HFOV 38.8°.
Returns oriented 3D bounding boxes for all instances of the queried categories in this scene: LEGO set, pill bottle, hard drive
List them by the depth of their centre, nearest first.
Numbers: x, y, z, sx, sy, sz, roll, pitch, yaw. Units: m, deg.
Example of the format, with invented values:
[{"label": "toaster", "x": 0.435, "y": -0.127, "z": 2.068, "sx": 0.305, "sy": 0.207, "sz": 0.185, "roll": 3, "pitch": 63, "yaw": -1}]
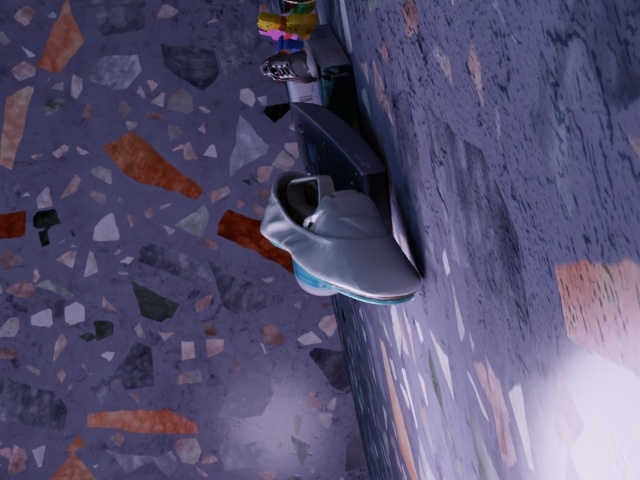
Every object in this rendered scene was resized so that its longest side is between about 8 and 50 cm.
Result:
[{"label": "hard drive", "x": 0.033, "y": -0.106, "z": 1.420, "sx": 0.254, "sy": 0.054, "sz": 0.172, "roll": 50, "pitch": 156, "yaw": 49}, {"label": "LEGO set", "x": -0.064, "y": -0.378, "z": 1.558, "sx": 0.227, "sy": 0.093, "sz": 0.087, "roll": 132, "pitch": 144, "yaw": -65}, {"label": "pill bottle", "x": 0.000, "y": 0.000, "z": 2.095, "sx": 0.264, "sy": 0.146, "sz": 0.146, "roll": 83, "pitch": 175, "yaw": -51}]

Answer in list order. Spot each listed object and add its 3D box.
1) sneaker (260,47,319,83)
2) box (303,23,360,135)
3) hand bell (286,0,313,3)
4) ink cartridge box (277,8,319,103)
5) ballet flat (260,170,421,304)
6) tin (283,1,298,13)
[{"label": "sneaker", "x": -0.055, "y": -0.282, "z": 1.509, "sx": 0.158, "sy": 0.065, "sz": 0.061, "roll": 23, "pitch": 135, "yaw": 64}, {"label": "box", "x": 0.029, "y": -0.196, "z": 1.618, "sx": 0.232, "sy": 0.059, "sz": 0.321, "roll": -107, "pitch": 6, "yaw": -60}, {"label": "hand bell", "x": -0.021, "y": -0.443, "z": 1.403, "sx": 0.242, "sy": 0.126, "sz": 0.126, "roll": -77, "pitch": -22, "yaw": -69}, {"label": "ink cartridge box", "x": -0.025, "y": -0.288, "z": 1.988, "sx": 0.385, "sy": 0.091, "sz": 0.308, "roll": 106, "pitch": 152, "yaw": -81}, {"label": "ballet flat", "x": 0.012, "y": -0.023, "z": 1.302, "sx": 0.400, "sy": 0.139, "sz": 0.139, "roll": 31, "pitch": 135, "yaw": 62}, {"label": "tin", "x": -0.063, "y": -0.516, "z": 1.982, "sx": 0.189, "sy": 0.040, "sz": 0.106, "roll": -92, "pitch": 5, "yaw": -69}]
